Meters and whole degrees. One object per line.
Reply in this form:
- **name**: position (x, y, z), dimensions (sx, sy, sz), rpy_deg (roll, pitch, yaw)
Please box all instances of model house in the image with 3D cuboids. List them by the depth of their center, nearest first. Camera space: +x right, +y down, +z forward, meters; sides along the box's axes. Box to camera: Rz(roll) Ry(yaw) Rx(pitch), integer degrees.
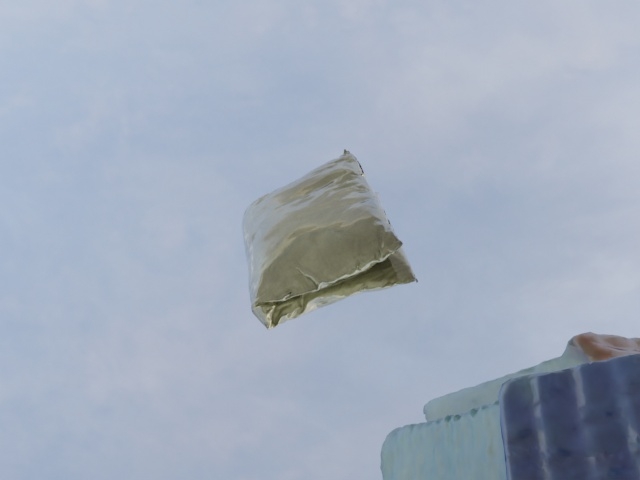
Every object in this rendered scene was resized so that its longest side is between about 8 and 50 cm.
- **model house**: position (0.221, 0.169, 0.367), dimensions (0.294, 0.329, 0.252), rpy_deg (11, -125, -18)

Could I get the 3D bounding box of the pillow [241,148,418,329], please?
- **pillow**: position (0.000, 0.000, 0.567), dimensions (0.134, 0.078, 0.181), rpy_deg (-21, -152, 2)
